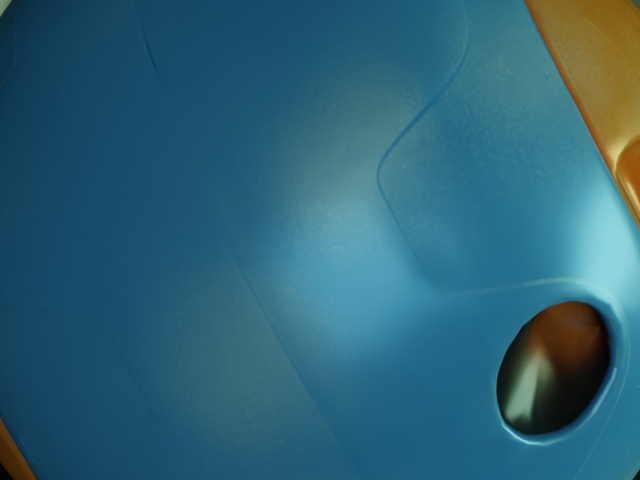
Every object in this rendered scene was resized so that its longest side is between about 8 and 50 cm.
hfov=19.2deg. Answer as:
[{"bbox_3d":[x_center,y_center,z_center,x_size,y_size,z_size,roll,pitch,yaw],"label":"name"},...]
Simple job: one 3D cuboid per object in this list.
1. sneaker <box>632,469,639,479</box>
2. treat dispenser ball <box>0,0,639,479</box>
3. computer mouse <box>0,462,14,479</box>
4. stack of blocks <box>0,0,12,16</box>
[{"bbox_3d":[0.105,0.054,0.877,0.090,0.081,0.232,-39,102,-11],"label":"sneaker"},{"bbox_3d":[0.000,0.000,0.710,0.288,0.288,0.288,-1,96,-11],"label":"treat dispenser ball"},{"bbox_3d":[-0.098,0.170,0.770,0.184,0.060,0.262,-23,99,-7],"label":"computer mouse"},{"bbox_3d":[-0.107,-0.196,0.805,0.297,0.087,0.171,-39,102,-4],"label":"stack of blocks"}]
